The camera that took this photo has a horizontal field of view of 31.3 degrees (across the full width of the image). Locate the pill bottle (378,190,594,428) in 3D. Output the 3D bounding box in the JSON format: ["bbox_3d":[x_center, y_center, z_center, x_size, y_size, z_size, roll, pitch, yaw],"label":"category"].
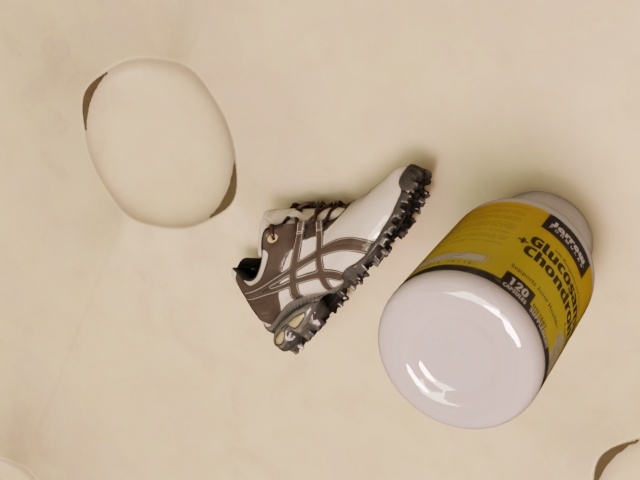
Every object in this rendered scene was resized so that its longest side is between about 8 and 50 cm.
[{"bbox_3d":[0.116,0.034,0.732,0.103,0.184,0.103,12,118,23],"label":"pill bottle"}]

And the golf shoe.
[{"bbox_3d":[0.000,0.000,0.846,0.094,0.077,0.198,44,124,4],"label":"golf shoe"}]
